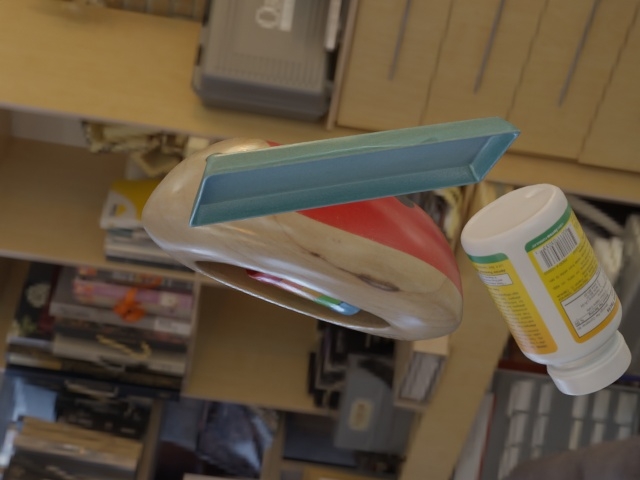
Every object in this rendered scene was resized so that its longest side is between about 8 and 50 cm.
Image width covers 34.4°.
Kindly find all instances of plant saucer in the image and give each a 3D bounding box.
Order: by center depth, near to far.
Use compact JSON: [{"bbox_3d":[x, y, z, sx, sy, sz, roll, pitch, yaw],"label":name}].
[{"bbox_3d":[0.019,-0.042,0.601,0.067,0.192,0.018,121,135,-61],"label":"plant saucer"}]

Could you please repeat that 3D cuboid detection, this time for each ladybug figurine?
[{"bbox_3d":[0.000,0.000,1.291,0.305,0.449,0.162,-3,66,57],"label":"ladybug figurine"}]

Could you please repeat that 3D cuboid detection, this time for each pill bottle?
[{"bbox_3d":[0.244,0.055,1.089,0.208,0.117,0.117,58,-172,-16],"label":"pill bottle"}]
